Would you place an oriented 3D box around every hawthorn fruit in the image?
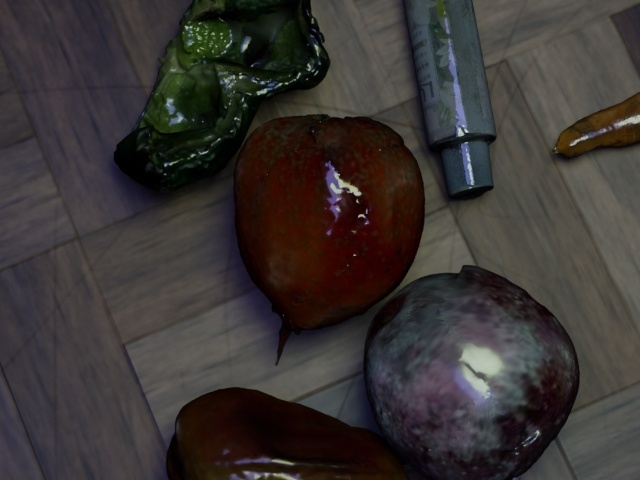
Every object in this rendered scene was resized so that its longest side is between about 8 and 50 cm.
[{"bbox_3d":[0.000,0.000,1.419,0.181,0.181,0.235,14,98,3],"label":"hawthorn fruit"}]

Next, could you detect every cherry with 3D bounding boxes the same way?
[{"bbox_3d":[0.125,0.119,1.373,0.195,0.195,0.195,0,78,0],"label":"cherry"}]

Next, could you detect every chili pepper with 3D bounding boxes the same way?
[{"bbox_3d":[-0.085,-0.153,1.470,0.116,0.148,0.264,33,78,-25],"label":"chili pepper"}]

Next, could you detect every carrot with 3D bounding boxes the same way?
[{"bbox_3d":[0.330,-0.131,1.495,0.248,0.059,0.059,-25,79,-1],"label":"carrot"}]

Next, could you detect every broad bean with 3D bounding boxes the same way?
[{"bbox_3d":[-0.025,0.210,1.376,0.228,0.156,0.122,23,118,0],"label":"broad bean"}]

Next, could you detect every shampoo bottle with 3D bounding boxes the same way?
[{"bbox_3d":[0.124,-0.146,1.491,0.072,0.072,0.214,-8,78,-2],"label":"shampoo bottle"}]

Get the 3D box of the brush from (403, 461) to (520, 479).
[{"bbox_3d":[0.024,0.222,1.439,0.314,0.017,0.090,5,75,1],"label":"brush"}]
